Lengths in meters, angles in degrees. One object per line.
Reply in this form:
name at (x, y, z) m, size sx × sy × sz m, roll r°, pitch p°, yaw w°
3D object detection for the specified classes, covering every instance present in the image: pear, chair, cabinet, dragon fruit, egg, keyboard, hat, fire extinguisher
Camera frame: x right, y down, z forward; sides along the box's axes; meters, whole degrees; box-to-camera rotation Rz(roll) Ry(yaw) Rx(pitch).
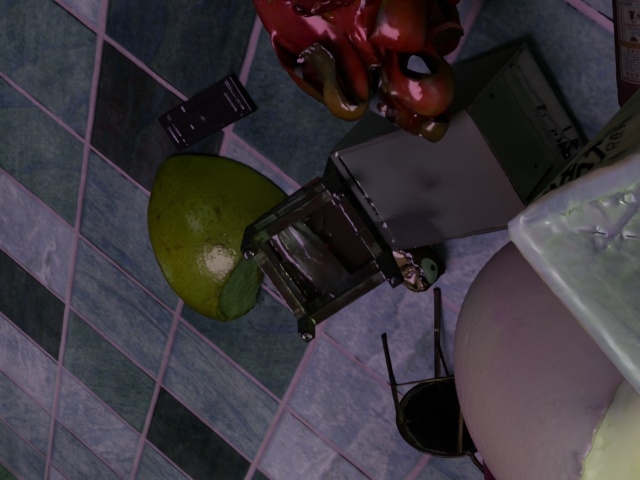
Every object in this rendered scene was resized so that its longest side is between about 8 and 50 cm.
pear at (-0.193, -0.013, 1.617) m, size 0.239 × 0.139 × 0.288 m, roll 45°, pitch 143°, yaw 18°
chair at (0.000, 0.000, 1.293) m, size 0.136 × 0.147 × 0.270 m, roll 56°, pitch -174°, yaw -12°
chair at (0.185, 0.244, 1.451) m, size 0.170 × 0.160 × 0.325 m, roll 21°, pitch 135°, yaw 33°
cabinet at (0.153, -0.101, 1.168) m, size 0.206 × 0.150 × 0.145 m, roll -13°, pitch 118°, yaw 49°
dragon fruit at (0.032, -0.256, 1.044) m, size 0.307 × 0.228 × 0.243 m, roll 41°, pitch 129°, yaw 42°
egg at (0.293, 0.114, 1.093) m, size 0.340 × 0.355 × 0.354 m, roll 39°, pitch 151°, yaw 55°
keyboard at (-0.166, -0.180, 1.524) m, size 0.204 × 0.013 × 0.061 m, roll -18°, pitch 109°, yaw 51°
hat at (0.127, 0.023, 1.386) m, size 0.077 × 0.059 × 0.076 m, roll 57°, pitch 159°, yaw -4°
fire extinguisher at (0.315, -0.229, 0.970) m, size 0.099 × 0.071 × 0.231 m, roll -3°, pitch 124°, yaw 13°

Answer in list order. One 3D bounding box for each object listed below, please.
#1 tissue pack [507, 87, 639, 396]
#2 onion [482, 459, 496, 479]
tissue pack at (0.388, -0.023, 0.799) m, size 0.331 × 0.405 × 0.205 m, roll 50°, pitch 146°, yaw -4°
onion at (0.313, 0.301, 1.320) m, size 0.230 × 0.273 × 0.256 m, roll 109°, pitch 149°, yaw -55°
